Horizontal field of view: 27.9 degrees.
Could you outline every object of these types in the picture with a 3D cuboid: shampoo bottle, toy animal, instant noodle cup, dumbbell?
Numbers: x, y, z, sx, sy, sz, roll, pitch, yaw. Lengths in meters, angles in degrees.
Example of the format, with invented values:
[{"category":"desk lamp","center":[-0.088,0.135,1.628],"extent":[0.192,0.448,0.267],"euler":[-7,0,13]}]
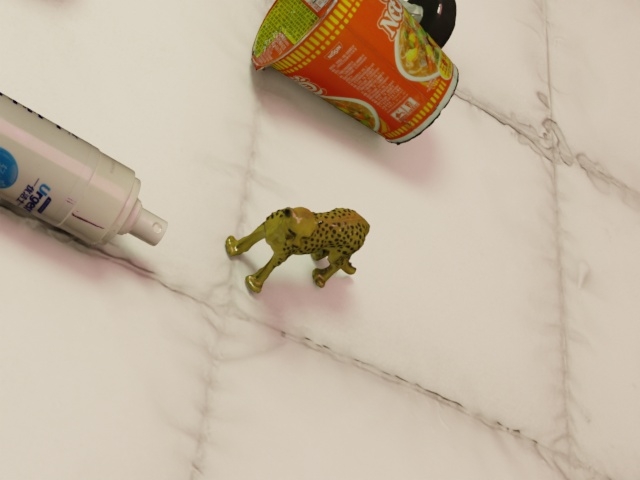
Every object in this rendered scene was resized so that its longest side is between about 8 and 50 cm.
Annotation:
[{"category":"shampoo bottle","center":[-0.285,-0.077,1.256],"extent":[0.303,0.092,0.092],"euler":[31,46,-20]},{"category":"toy animal","center":[0.000,0.000,1.404],"extent":[0.181,0.136,0.073],"euler":[3,60,-39]},{"category":"instant noodle cup","center":[0.052,-0.228,1.591],"extent":[0.212,0.193,0.193],"euler":[37,44,-25]},{"category":"dumbbell","center":[0.082,-0.319,1.719],"extent":[0.191,0.100,0.100],"euler":[19,51,-30]}]
